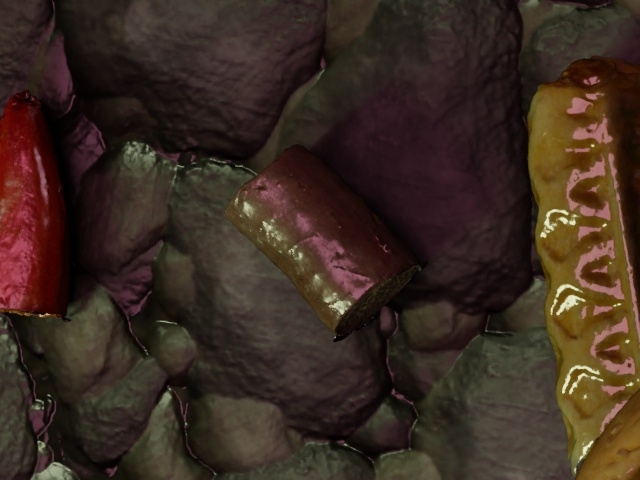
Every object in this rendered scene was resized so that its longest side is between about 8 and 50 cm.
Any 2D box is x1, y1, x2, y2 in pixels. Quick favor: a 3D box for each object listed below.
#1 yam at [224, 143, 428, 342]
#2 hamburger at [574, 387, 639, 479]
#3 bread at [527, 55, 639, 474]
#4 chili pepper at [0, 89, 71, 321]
[{"bbox_3d":[0.001,-0.001,1.245,0.084,0.084,0.127,-46,77,12],"label":"yam"},{"bbox_3d":[0.271,0.124,1.050,0.283,0.259,0.144,-49,44,7],"label":"hamburger"},{"bbox_3d":[0.192,0.013,1.170,0.098,0.087,0.269,-9,83,22],"label":"bread"},{"bbox_3d":[-0.222,-0.028,1.339,0.088,0.065,0.169,4,83,4],"label":"chili pepper"}]
